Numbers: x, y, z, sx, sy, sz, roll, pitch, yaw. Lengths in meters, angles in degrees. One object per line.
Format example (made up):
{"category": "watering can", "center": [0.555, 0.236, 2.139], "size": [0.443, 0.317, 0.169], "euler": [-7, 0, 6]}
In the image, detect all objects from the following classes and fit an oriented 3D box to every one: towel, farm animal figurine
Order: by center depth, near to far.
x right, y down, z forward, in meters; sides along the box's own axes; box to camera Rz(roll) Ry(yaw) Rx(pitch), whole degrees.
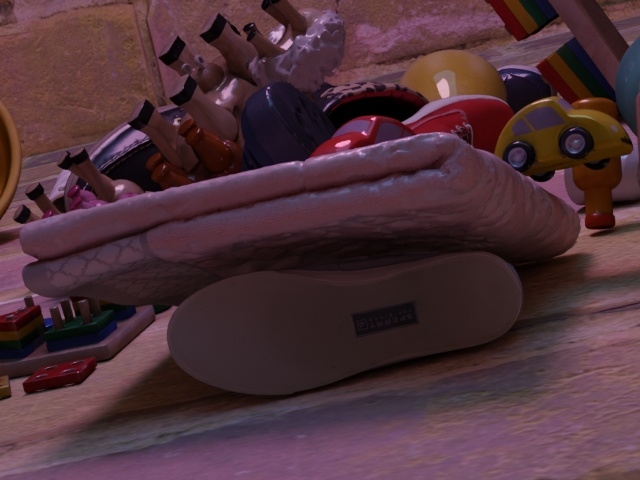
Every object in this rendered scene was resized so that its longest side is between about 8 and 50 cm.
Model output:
{"category": "towel", "center": [0.000, 0.000, 1.159], "size": [0.317, 0.053, 0.332], "euler": [-11, -9, 19]}
{"category": "farm animal figurine", "center": [-0.126, -0.076, 1.675], "size": [0.330, 0.172, 0.326], "euler": [-6, 48, 53]}

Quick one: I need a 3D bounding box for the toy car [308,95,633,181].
{"category": "toy car", "center": [0.091, -0.056, 1.223], "size": [0.239, 0.053, 0.225], "euler": [-6, -10, -9]}

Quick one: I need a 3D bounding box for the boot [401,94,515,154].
{"category": "boot", "center": [0.147, -0.092, 1.729], "size": [0.244, 0.088, 0.176], "euler": [-19, 18, -32]}

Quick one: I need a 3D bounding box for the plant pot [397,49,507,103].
{"category": "plant pot", "center": [0.153, -0.140, 1.892], "size": [0.134, 0.134, 0.095], "euler": [-12, 27, 6]}

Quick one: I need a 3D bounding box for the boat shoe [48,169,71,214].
{"category": "boat shoe", "center": [-0.222, -0.070, 2.088], "size": [0.277, 0.098, 0.096], "euler": [-15, 22, 22]}

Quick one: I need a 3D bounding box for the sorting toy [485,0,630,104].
{"category": "sorting toy", "center": [0.301, -0.256, 2.030], "size": [0.089, 0.255, 0.257], "euler": [-36, 0, 17]}

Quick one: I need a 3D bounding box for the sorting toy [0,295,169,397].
{"category": "sorting toy", "center": [-0.220, 0.072, 1.341], "size": [0.132, 0.046, 0.274], "euler": [-11, 10, 13]}

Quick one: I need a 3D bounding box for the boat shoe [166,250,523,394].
{"category": "boat shoe", "center": [0.016, 0.051, 1.067], "size": [0.228, 0.079, 0.081], "euler": [-8, 0, 1]}

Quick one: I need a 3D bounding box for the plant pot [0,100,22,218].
{"category": "plant pot", "center": [-0.547, -0.091, 2.268], "size": [0.254, 0.254, 0.239], "euler": [-16, -7, -16]}

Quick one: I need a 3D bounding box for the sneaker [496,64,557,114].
{"category": "sneaker", "center": [0.171, -0.161, 2.073], "size": [0.226, 0.086, 0.163], "euler": [-5, 14, 35]}

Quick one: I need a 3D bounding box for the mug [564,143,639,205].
{"category": "mug", "center": [0.259, -0.063, 1.435], "size": [0.064, 0.062, 0.078], "euler": [5, 25, 39]}

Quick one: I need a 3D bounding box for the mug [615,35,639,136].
{"category": "mug", "center": [0.360, -0.142, 1.540], "size": [0.158, 0.129, 0.097], "euler": [-12, 12, 6]}

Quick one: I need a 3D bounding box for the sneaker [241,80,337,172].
{"category": "sneaker", "center": [-0.027, -0.031, 1.337], "size": [0.131, 0.112, 0.319], "euler": [-29, -19, 6]}

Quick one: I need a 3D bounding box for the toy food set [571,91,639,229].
{"category": "toy food set", "center": [0.324, -0.064, 1.333], "size": [0.232, 0.104, 0.111], "euler": [2, -11, -21]}

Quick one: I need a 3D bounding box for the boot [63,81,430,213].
{"category": "boot", "center": [-0.078, -0.092, 1.862], "size": [0.377, 0.138, 0.284], "euler": [-22, 16, -28]}
